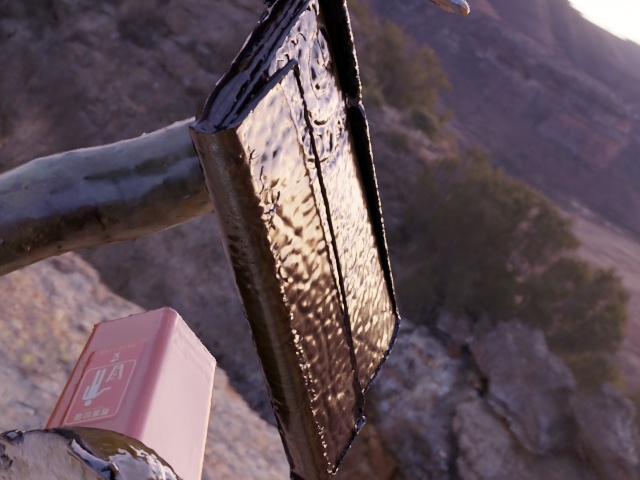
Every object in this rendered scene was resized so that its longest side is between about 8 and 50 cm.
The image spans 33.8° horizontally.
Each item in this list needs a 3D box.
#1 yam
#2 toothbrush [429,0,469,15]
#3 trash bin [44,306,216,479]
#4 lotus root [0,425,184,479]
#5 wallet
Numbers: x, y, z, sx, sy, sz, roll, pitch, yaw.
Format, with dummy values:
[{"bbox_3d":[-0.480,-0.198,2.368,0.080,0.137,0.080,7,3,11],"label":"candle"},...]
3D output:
[{"bbox_3d":[-0.123,-0.039,0.709,0.067,0.317,0.071,81,-13,-50],"label":"yam"},{"bbox_3d":[0.117,-0.335,1.354,0.023,0.031,0.321,56,-3,-32],"label":"toothbrush"},{"bbox_3d":[-0.193,0.207,1.120,0.184,0.161,0.239,59,28,-36],"label":"trash bin"},{"bbox_3d":[-0.125,0.176,0.591,0.078,0.167,0.329,-13,0,-32],"label":"lotus root"},{"bbox_3d":[0.000,0.000,0.499,0.039,0.243,0.133,8,47,21],"label":"wallet"}]
